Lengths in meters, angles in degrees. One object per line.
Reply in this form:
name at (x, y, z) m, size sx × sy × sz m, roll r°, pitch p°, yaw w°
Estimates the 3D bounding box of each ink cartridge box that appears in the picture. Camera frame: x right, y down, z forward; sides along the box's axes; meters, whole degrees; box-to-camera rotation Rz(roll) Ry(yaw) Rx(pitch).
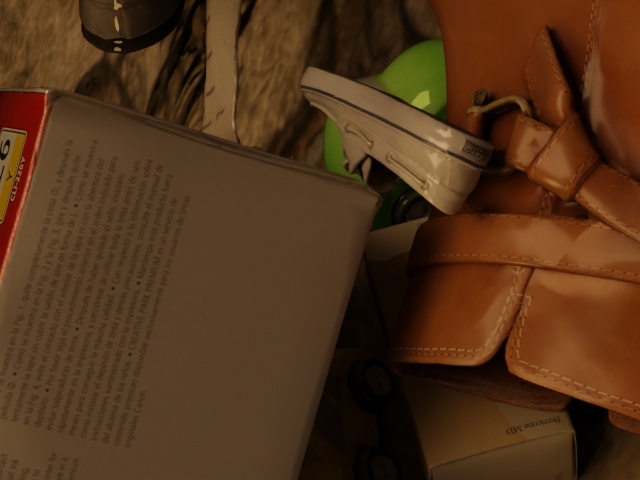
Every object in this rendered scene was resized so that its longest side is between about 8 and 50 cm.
ink cartridge box at (-0.125, 0.103, 0.669) m, size 0.272 × 0.130 × 0.310 m, roll 11°, pitch 85°, yaw 67°

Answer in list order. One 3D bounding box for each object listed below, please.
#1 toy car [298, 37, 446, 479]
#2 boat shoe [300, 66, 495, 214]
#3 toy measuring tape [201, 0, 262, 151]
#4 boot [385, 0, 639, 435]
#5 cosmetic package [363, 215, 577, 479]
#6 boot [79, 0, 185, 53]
toy car at (0.000, 0.000, 0.769) m, size 0.225 × 0.053 × 0.239 m, roll -59°, pitch 38°, yaw 18°
boat shoe at (0.022, -0.035, 0.606) m, size 0.100 × 0.035 × 0.035 m, roll 31°, pitch 100°, yaw 46°
toy measuring tape at (-0.005, -0.174, 0.816) m, size 0.121 × 0.121 × 0.330 m, roll -14°, pitch 72°, yaw 49°
boot at (0.075, -0.047, 0.650) m, size 0.283 × 0.109 × 0.220 m, roll 16°, pitch 82°, yaw 41°
cosmetic package at (0.058, 0.045, 0.662) m, size 0.060 × 0.041 × 0.115 m, roll -15°, pitch 52°, yaw -2°
boot at (-0.111, -0.185, 0.854) m, size 0.338 × 0.118 × 0.223 m, roll -83°, pitch -10°, yaw -51°
